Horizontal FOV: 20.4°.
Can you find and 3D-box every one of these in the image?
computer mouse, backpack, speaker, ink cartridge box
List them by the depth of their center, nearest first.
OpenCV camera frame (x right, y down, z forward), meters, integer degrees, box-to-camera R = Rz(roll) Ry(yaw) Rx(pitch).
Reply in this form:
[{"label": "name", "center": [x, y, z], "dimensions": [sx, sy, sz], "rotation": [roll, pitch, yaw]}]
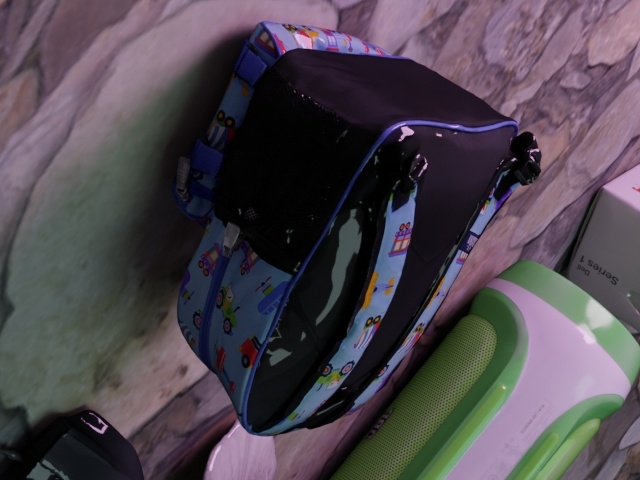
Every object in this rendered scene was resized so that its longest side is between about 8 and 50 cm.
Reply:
[{"label": "computer mouse", "center": [-0.134, 0.105, 0.822], "dimensions": [0.071, 0.041, 0.242], "rotation": [-51, 155, -5]}, {"label": "backpack", "center": [0.000, 0.000, 0.832], "dimensions": [0.158, 0.117, 0.173], "rotation": [-7, 128, -59]}, {"label": "speaker", "center": [0.082, 0.158, 1.178], "dimensions": [0.296, 0.131, 0.131], "rotation": [-50, 155, -9]}, {"label": "ink cartridge box", "center": [0.315, -0.001, 1.344], "dimensions": [0.219, 0.160, 0.093], "rotation": [-28, 144, -45]}]

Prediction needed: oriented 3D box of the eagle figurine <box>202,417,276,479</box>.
[{"label": "eagle figurine", "center": [-0.088, 0.264, 0.995], "dimensions": [0.298, 0.225, 0.226], "rotation": [-26, 112, 7]}]
